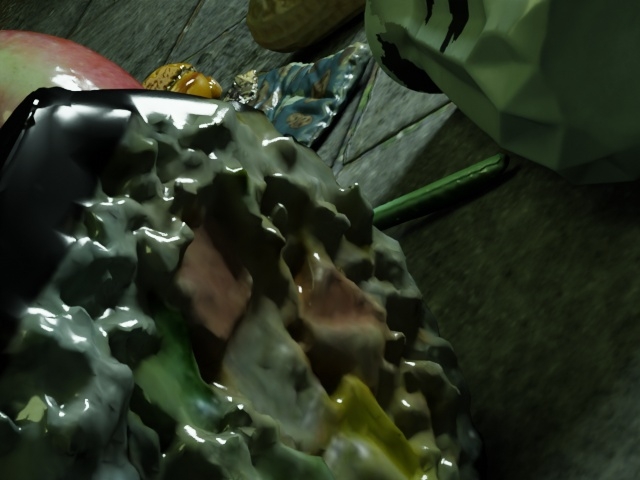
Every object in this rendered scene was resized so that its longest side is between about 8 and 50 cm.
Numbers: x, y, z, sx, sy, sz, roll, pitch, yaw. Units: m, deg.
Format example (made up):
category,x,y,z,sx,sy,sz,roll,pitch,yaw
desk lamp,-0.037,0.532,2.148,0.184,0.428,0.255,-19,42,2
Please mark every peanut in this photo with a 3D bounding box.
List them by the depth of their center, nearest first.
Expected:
category,x,y,z,sx,sy,sz,roll,pitch,yaw
peanut,0.008,-0.251,1.537,0.194,0.083,0.093,-36,24,28

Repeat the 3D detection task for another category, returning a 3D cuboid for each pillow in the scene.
category,x,y,z,sx,sy,sz,roll,pitch,yaw
pillow,-0.062,-0.093,1.462,0.189,0.034,0.255,-55,24,-18

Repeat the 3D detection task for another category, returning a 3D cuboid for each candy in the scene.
category,x,y,z,sx,sy,sz,roll,pitch,yaw
candy,0.000,-0.002,1.135,0.323,0.097,0.097,-22,31,33

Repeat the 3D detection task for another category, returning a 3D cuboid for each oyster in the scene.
category,x,y,z,sx,sy,sz,roll,pitch,yaw
oyster,-0.087,-0.127,1.492,0.083,0.019,0.054,-48,20,-8

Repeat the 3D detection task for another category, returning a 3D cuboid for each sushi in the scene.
category,x,y,z,sx,sy,sz,roll,pitch,yaw
sushi,-0.109,0.123,0.754,0.285,0.329,0.328,-24,34,34

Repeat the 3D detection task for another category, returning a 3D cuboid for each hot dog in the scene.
category,x,y,z,sx,sy,sz,roll,pitch,yaw
hot dog,-0.198,-0.078,1.639,0.249,0.068,0.100,-48,33,2

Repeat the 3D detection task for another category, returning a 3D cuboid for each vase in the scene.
category,x,y,z,sx,sy,sz,roll,pitch,yaw
vase,0.129,-0.135,1.016,0.165,0.165,0.360,-47,16,-1

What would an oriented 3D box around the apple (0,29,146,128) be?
category,x,y,z,sx,sy,sz,roll,pitch,yaw
apple,-0.267,-0.001,1.307,0.345,0.344,0.269,-52,-16,-15
